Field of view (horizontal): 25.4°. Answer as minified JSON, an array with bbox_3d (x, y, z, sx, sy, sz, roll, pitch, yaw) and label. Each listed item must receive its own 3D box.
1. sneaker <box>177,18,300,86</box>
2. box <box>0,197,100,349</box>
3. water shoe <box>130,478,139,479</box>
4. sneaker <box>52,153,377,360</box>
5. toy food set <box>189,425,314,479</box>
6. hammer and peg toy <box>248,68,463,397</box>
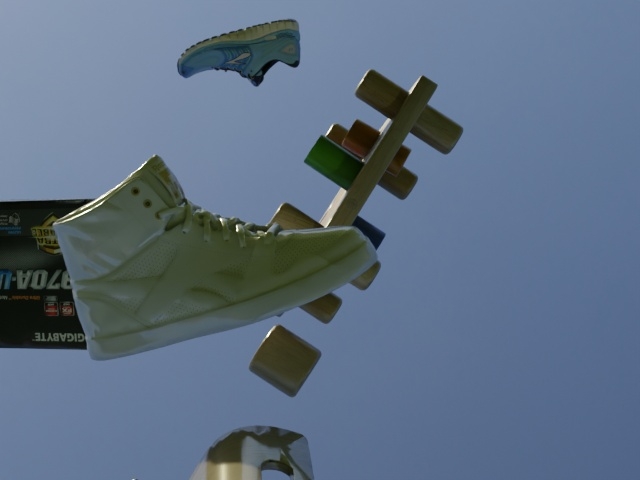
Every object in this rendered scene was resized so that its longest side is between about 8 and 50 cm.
[{"bbox_3d":[-0.099,-0.220,1.738,0.162,0.073,0.063,-12,-172,16],"label":"sneaker"},{"bbox_3d":[-0.345,0.039,1.664,0.220,0.175,0.051,0,-176,23],"label":"box"},{"bbox_3d":[-0.141,0.322,1.475,0.203,0.073,0.080,31,-100,16],"label":"water shoe"},{"bbox_3d":[-0.106,-0.005,1.318,0.292,0.169,0.108,-16,-170,8],"label":"sneaker"},{"bbox_3d":[-0.091,0.293,0.994,0.092,0.306,0.220,27,-171,-9],"label":"toy food set"},{"bbox_3d":[0.000,0.000,1.574,0.127,0.266,0.361,33,-108,-2],"label":"hammer and peg toy"}]
